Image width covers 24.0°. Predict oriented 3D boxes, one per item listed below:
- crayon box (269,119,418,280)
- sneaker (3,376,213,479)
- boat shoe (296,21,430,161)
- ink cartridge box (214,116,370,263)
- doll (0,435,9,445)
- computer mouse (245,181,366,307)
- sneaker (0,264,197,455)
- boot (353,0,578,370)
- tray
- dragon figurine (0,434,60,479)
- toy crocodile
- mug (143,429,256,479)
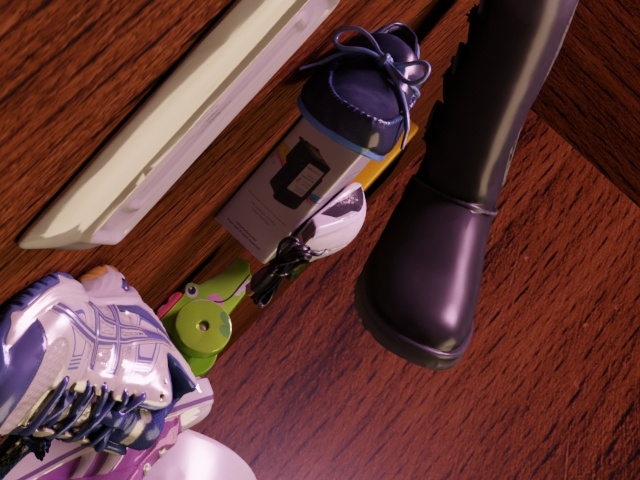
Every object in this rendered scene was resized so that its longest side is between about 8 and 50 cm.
[{"bbox_3d":[0.011,-0.067,1.823,0.203,0.083,0.323,-47,176,-9],"label":"crayon box"},{"bbox_3d":[-0.204,0.242,1.392,0.282,0.161,0.102,-27,-177,-17],"label":"sneaker"},{"bbox_3d":[0.038,-0.144,1.293,0.089,0.109,0.258,-56,-169,18],"label":"boat shoe"},{"bbox_3d":[-0.012,-0.070,1.551,0.175,0.072,0.127,-48,176,15],"label":"ink cartridge box"},{"bbox_3d":[-0.257,0.154,1.316,0.129,0.046,0.189,-48,-177,-5],"label":"doll"},{"bbox_3d":[0.000,0.000,1.526,0.193,0.042,0.106,-41,173,-48],"label":"computer mouse"},{"bbox_3d":[-0.165,0.097,1.082,0.112,0.131,0.296,-46,176,16],"label":"sneaker"},{"bbox_3d":[0.191,-0.120,1.732,0.367,0.146,0.445,-82,-165,-59],"label":"boot"},{"bbox_3d":[-0.073,-0.086,0.940,0.270,0.030,0.145,-47,176,2],"label":"tray"},{"bbox_3d":[-0.304,0.222,1.133,0.289,0.085,0.144,-51,177,-25],"label":"dragon figurine"},{"bbox_3d":[-0.195,0.149,1.716,0.340,0.105,0.115,-51,178,-21],"label":"toy crocodile"},{"bbox_3d":[-0.254,0.397,1.537,0.374,0.276,0.328,-15,-130,24],"label":"mug"}]
